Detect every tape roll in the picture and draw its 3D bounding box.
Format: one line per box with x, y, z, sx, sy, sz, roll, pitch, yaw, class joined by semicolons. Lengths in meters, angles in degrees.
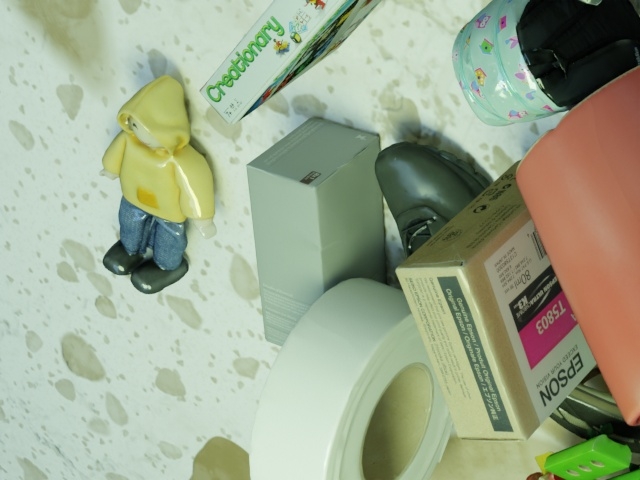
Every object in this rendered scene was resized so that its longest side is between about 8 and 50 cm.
0.045;0.188;1.788;0.100;0.286;0.286;19;130;29;tape roll

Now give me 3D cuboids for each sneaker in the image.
0.140;0.028;1.704;0.286;0.130;0.109;55;141;-4;sneaker

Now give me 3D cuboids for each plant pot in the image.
0.315;-0.012;1.430;0.243;0.275;0.275;58;141;16;plant pot

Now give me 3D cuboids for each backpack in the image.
0.205;-0.174;1.460;0.115;0.182;0.152;-24;103;48;backpack

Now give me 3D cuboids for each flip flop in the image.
0.340;0.165;1.667;0.277;0.080;0.112;9;155;19;flip flop

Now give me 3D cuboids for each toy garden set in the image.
0.347;0.264;1.714;0.244;0.049;0.204;25;156;-10;toy garden set

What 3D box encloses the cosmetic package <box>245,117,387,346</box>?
0.000;0.000;1.809;0.107;0.127;0.238;16;127;33;cosmetic package

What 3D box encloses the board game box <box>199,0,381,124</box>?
0.023;-0.243;1.561;0.053;0.193;0.305;48;138;1;board game box

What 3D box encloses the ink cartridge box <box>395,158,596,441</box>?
0.197;0.052;1.590;0.088;0.234;0.193;-4;117;44;ink cartridge box

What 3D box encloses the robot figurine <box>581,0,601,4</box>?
0.221;-0.345;1.367;0.211;0.085;0.291;-32;97;20;robot figurine

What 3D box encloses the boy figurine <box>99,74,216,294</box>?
-0.193;-0.066;1.957;0.177;0.092;0.285;34;139;21;boy figurine
